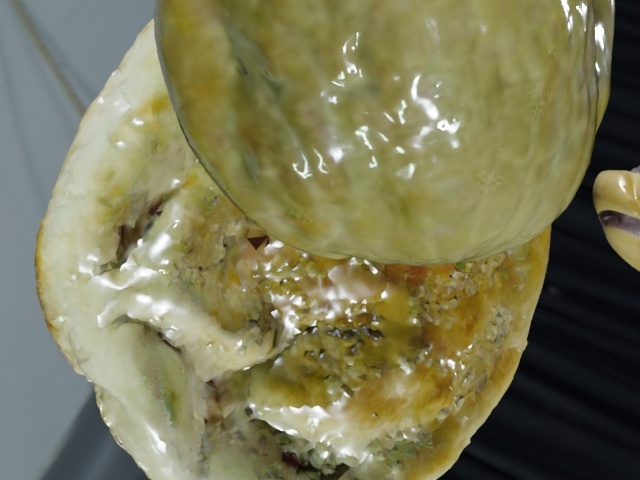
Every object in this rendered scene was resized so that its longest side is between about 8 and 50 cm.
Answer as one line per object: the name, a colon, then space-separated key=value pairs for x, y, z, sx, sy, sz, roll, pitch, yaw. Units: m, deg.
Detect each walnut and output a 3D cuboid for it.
walnut: x=0.035 y=-0.116 z=1.046 sx=0.282 sy=0.227 sz=0.283 roll=-6 pitch=106 yaw=-21

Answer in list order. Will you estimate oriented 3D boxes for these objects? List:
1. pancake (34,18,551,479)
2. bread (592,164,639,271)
pancake: x=0.001 y=0.000 z=1.262 sx=0.386 sy=0.082 sz=0.387 roll=0 pitch=90 yaw=-33
bread: x=0.284 y=-0.053 z=1.264 sx=0.225 sy=0.081 sz=0.134 roll=-28 pitch=146 yaw=0
